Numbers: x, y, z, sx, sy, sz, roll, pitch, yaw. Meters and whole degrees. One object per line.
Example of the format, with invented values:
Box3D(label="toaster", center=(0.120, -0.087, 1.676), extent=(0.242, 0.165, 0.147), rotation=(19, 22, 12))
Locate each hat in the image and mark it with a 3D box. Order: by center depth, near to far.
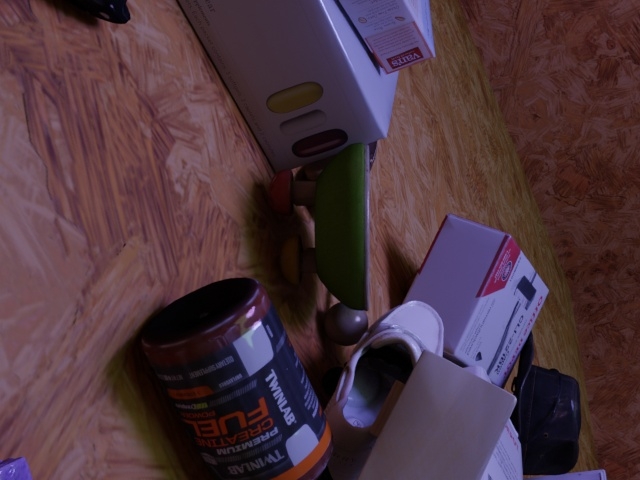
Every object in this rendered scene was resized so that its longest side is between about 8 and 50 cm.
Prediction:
Box3D(label="hat", center=(0.390, 0.323, 1.343), extent=(0.331, 0.134, 0.331), rotation=(11, 90, -78))

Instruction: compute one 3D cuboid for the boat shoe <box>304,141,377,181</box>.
Box3D(label="boat shoe", center=(0.033, -0.099, 1.028), extent=(0.073, 0.073, 0.207), rotation=(67, 30, -21))

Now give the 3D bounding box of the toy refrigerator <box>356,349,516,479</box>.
Box3D(label="toy refrigerator", center=(0.054, 0.231, 0.626), extent=(0.269, 0.094, 0.102), rotation=(-59, 168, -15))

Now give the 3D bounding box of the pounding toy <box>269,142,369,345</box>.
Box3D(label="pounding toy", center=(0.000, 0.000, 0.860), extent=(0.237, 0.110, 0.183), rotation=(86, 5, -56))

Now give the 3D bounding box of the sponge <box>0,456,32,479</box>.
Box3D(label="sponge", center=(-0.168, 0.228, 0.381), extent=(0.117, 0.031, 0.210), rotation=(-19, 94, -68))

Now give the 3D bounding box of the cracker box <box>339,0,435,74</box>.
Box3D(label="cracker box", center=(0.048, -0.315, 0.827), extent=(0.232, 0.067, 0.155), rotation=(46, 35, -47))

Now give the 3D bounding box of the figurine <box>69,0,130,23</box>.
Box3D(label="figurine", center=(-0.218, -0.271, 0.551), extent=(0.209, 0.092, 0.214), rotation=(-19, 92, -76))

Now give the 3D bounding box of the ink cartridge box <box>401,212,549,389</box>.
Box3D(label="ink cartridge box", center=(0.248, 0.107, 1.220), extent=(0.197, 0.114, 0.273), rotation=(-63, 147, -7))

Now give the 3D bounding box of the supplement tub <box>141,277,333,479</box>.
Box3D(label="supplement tub", center=(-0.055, 0.135, 0.611), extent=(0.198, 0.106, 0.106), rotation=(66, 24, -18))

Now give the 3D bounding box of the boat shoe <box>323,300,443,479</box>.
Box3D(label="boat shoe", center=(0.078, 0.134, 0.794), extent=(0.098, 0.096, 0.277), rotation=(30, 37, 8))

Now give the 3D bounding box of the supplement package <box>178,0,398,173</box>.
Box3D(label="supplement package", center=(-0.028, -0.251, 0.886), extent=(0.262, 0.145, 0.204), rotation=(60, 26, -29))

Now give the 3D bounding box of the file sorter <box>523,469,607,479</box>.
Box3D(label="file sorter", center=(0.424, 0.570, 1.330), extent=(0.277, 0.193, 0.173), rotation=(-67, 138, -57))

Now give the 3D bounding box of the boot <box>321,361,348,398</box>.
Box3D(label="boot", center=(0.056, 0.185, 0.870), extent=(0.121, 0.045, 0.099), rotation=(51, 15, 18))

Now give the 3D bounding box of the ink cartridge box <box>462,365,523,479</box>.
Box3D(label="ink cartridge box", center=(0.202, 0.343, 1.060), extent=(0.198, 0.115, 0.273), rotation=(60, 27, -32))

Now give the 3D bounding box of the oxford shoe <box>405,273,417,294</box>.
Box3D(label="oxford shoe", center=(0.189, 0.073, 1.298), extent=(0.076, 0.076, 0.212), rotation=(41, 18, 27))
